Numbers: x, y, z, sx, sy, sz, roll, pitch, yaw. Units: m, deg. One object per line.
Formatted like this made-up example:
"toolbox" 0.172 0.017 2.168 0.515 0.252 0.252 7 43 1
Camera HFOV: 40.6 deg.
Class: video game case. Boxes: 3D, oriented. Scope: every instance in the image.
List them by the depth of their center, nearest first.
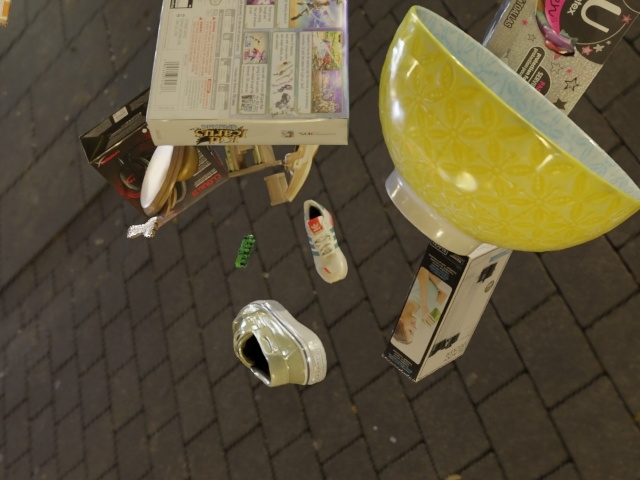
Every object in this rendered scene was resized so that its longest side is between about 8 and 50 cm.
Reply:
"video game case" -0.085 -0.244 1.116 0.244 0.061 0.270 -1 60 3

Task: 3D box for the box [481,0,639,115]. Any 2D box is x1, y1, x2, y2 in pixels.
"box" 0.305 -0.288 1.068 0.163 0.142 0.247 -62 -2 -46

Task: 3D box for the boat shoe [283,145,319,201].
"boat shoe" -0.037 -0.128 1.407 0.050 0.045 0.135 137 155 -67

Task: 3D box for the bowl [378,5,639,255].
"bowl" 0.155 -0.080 0.853 0.156 0.289 0.289 -50 41 22

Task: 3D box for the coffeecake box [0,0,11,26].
"coffeecake box" -0.524 -0.429 1.286 0.068 0.142 0.186 -170 90 -71

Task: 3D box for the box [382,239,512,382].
"box" 0.236 0.104 1.586 0.087 0.169 0.290 38 125 28

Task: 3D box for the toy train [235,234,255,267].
"toy train" -0.146 0.020 1.666 0.023 0.017 0.083 -1 44 14

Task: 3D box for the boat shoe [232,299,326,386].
"boat shoe" -0.091 0.162 1.397 0.302 0.094 0.109 -168 74 -65

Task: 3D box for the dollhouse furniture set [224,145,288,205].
"dollhouse furniture set" -0.148 -0.143 1.593 0.101 0.161 0.182 -14 93 20

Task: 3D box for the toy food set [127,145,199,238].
"toy food set" -0.204 -0.088 1.173 0.132 0.038 0.192 -6 66 61

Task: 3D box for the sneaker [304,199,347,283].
"sneaker" 0.000 0.000 1.518 0.057 0.075 0.161 -22 57 13

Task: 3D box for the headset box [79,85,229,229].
"headset box" -0.360 -0.177 1.952 0.218 0.293 0.110 -34 48 3
